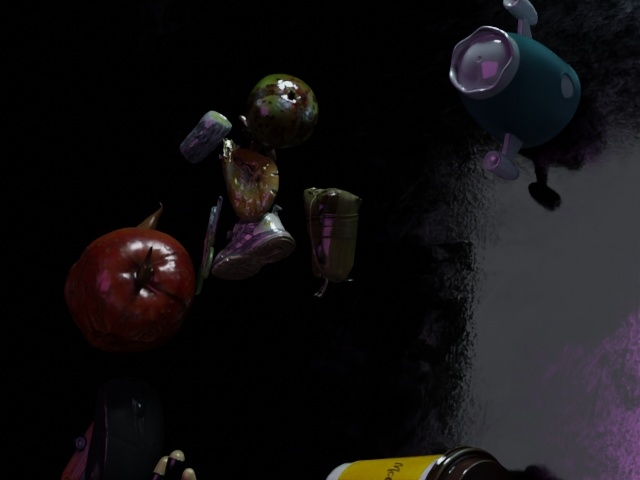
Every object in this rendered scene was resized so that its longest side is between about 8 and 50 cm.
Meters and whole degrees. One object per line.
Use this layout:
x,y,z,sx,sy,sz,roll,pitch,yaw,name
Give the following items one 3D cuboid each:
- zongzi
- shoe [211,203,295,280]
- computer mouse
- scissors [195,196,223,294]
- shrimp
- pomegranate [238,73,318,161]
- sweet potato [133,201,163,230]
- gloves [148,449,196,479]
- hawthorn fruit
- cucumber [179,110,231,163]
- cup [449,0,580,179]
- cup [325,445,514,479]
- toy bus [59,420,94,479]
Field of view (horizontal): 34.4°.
0.000,0.000,1.833,0.178,0.081,0.189,9,93,64,zongzi
-0.133,0.003,1.916,0.180,0.089,0.092,-28,58,27,shoe
-0.357,0.384,1.923,0.086,0.137,0.269,-9,69,43,computer mouse
-0.214,0.005,1.999,0.133,0.020,0.187,127,155,-60,scissors
-0.133,-0.122,1.921,0.115,0.051,0.217,-40,46,12,shrimp
-0.087,-0.231,1.940,0.169,0.148,0.148,-37,52,32,pomegranate
-0.385,0.002,2.160,0.056,0.056,0.195,34,90,43,sweet potato
-0.289,0.505,1.797,0.152,0.197,0.301,120,164,-53,gloves
-0.357,0.098,1.964,0.258,0.258,0.262,-62,26,3,hawthorn fruit
-0.235,-0.209,2.109,0.112,0.064,0.064,-47,49,19,cucumber
0.288,-0.245,1.595,0.167,0.173,0.299,-3,71,39,cup
0.138,0.387,1.475,0.280,0.196,0.196,-8,68,47,cup
-0.459,0.462,2.028,0.096,0.073,0.235,30,93,36,toy bus
